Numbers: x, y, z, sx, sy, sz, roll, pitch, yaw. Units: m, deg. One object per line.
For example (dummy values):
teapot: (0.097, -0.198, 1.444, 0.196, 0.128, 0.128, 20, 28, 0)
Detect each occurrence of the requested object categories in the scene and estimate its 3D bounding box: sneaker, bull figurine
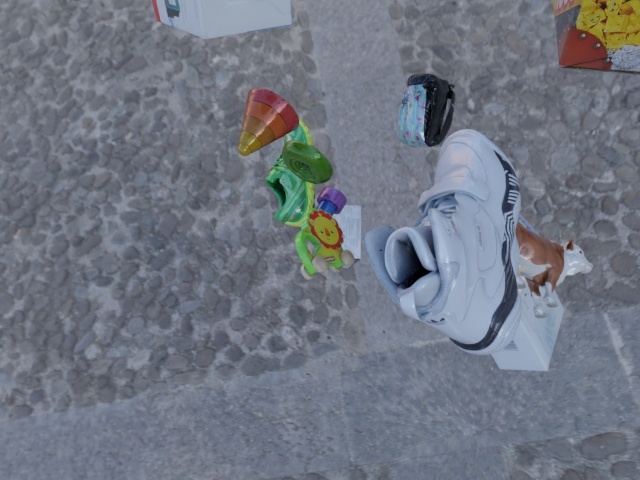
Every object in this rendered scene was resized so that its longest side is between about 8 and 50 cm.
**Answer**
sneaker: (0.182, -0.033, 0.743, 0.137, 0.210, 0.365, -21, 57, 44)
bull figurine: (0.453, 0.048, 1.111, 0.310, 0.101, 0.188, 23, 59, -18)
sneaker: (-0.079, -0.183, 1.320, 0.124, 0.109, 0.295, 0, 78, -12)

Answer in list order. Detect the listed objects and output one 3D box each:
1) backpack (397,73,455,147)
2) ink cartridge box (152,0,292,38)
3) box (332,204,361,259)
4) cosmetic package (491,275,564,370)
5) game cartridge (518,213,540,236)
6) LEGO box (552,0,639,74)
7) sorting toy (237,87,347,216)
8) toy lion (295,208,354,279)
backpack: (0.273, -0.335, 1.357, 0.115, 0.152, 0.181, 15, 103, 43)
ink cartridge box: (-0.156, -0.352, 0.733, 0.134, 0.078, 0.231, -21, 37, -27)
box: (0.067, -0.004, 1.648, 0.087, 0.290, 0.169, 1, 80, -4)
cosmetic package: (0.533, 0.191, 1.387, 0.138, 0.224, 0.224, -11, 33, 44)
game cartridge: (0.567, -0.004, 1.527, 0.062, 0.297, 0.198, -27, 35, 47)
LEGO box: (0.466, -0.526, 0.709, 0.193, 0.372, 0.500, 8, 50, 11)
sorting toy: (-0.066, -0.146, 1.104, 0.127, 0.365, 0.126, 13, 62, 41)
toy lion: (0.000, 0.000, 0.724, 0.034, 0.100, 0.096, -34, 76, 36)
